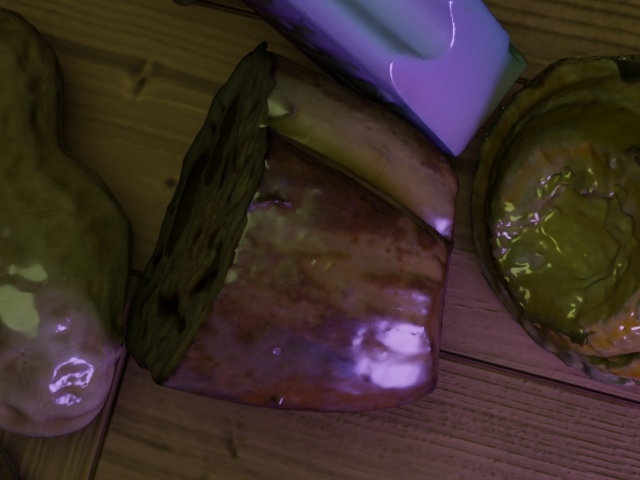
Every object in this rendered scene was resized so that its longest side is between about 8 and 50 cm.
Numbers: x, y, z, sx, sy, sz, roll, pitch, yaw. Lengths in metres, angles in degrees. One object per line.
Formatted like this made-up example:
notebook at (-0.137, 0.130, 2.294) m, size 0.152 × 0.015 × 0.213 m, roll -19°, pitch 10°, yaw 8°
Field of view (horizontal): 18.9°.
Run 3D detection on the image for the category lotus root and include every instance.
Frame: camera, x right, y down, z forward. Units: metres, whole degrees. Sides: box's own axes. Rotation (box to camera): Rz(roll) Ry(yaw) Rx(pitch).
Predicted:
lotus root at (0.000, 0.000, 1.545) m, size 0.250 × 0.316 × 0.316 m, roll 16°, pitch 83°, yaw -8°

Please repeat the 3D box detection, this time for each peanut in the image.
peanut at (-0.264, -0.022, 1.626) m, size 0.192 × 0.169 × 0.387 m, roll -16°, pitch 80°, yaw -3°

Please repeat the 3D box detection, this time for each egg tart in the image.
egg tart at (0.232, -0.015, 1.549) m, size 0.290 × 0.115 × 0.290 m, roll 5°, pitch 98°, yaw 37°

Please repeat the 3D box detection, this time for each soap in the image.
soap at (0.016, -0.206, 1.547) m, size 0.324 × 0.193 × 0.109 m, roll 39°, pitch 85°, yaw -23°

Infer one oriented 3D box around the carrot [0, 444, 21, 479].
carrot at (-0.333, 0.165, 1.657) m, size 0.070 × 0.070 × 0.342 m, roll -40°, pitch 79°, yaw -2°

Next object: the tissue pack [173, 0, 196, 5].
tissue pack at (-0.132, -0.358, 1.680) m, size 0.159 × 0.136 × 0.246 m, roll -32°, pitch 81°, yaw 0°
